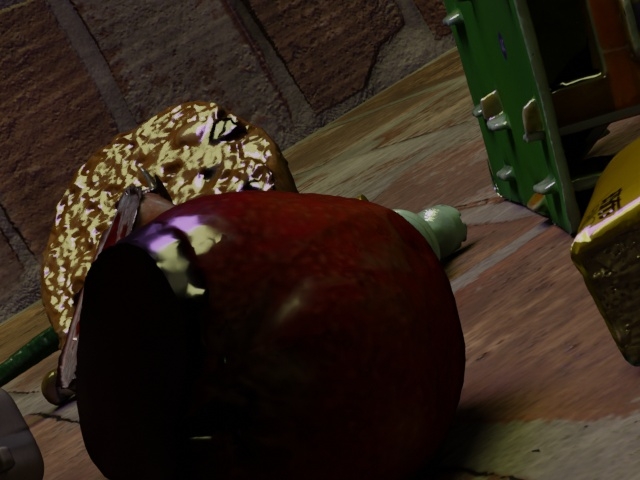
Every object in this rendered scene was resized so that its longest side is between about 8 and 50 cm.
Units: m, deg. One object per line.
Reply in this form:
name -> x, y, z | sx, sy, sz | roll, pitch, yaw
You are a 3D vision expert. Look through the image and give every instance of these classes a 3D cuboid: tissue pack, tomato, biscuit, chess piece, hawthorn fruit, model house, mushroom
tissue pack -> 0.200, -0.016, 0.871 | 0.120, 0.082, 0.169 | -28, 7, 21
tomato -> -0.102, 0.057, 1.262 | 0.180, 0.155, 0.214 | -66, 13, 1
biscuit -> -0.138, 0.007, 1.562 | 0.296, 0.075, 0.295 | -18, 52, 24
chess piece -> 0.079, 0.001, 1.343 | 0.067, 0.067, 0.103 | -26, -1, 30
hawthorn fruit -> -0.015, 0.058, 0.889 | 0.190, 0.189, 0.251 | -26, -5, 29
model house -> 0.271, -0.165, 1.340 | 0.313, 0.242, 0.357 | -14, 5, -3
mushroom -> -0.170, 0.107, 1.702 | 0.306, 0.043, 0.068 | -24, 28, 28

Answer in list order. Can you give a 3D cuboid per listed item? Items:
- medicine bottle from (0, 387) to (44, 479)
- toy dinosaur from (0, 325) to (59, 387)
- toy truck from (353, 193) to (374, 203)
medicine bottle -> -0.373, 0.207, 1.214 | 0.282, 0.123, 0.375 | -28, -7, 16
toy dinosaur -> -0.216, 0.075, 1.668 | 0.301, 0.087, 0.447 | -38, 11, -29
toy truck -> 0.000, 0.000, 1.686 | 0.123, 0.052, 0.063 | -27, 3, 14
